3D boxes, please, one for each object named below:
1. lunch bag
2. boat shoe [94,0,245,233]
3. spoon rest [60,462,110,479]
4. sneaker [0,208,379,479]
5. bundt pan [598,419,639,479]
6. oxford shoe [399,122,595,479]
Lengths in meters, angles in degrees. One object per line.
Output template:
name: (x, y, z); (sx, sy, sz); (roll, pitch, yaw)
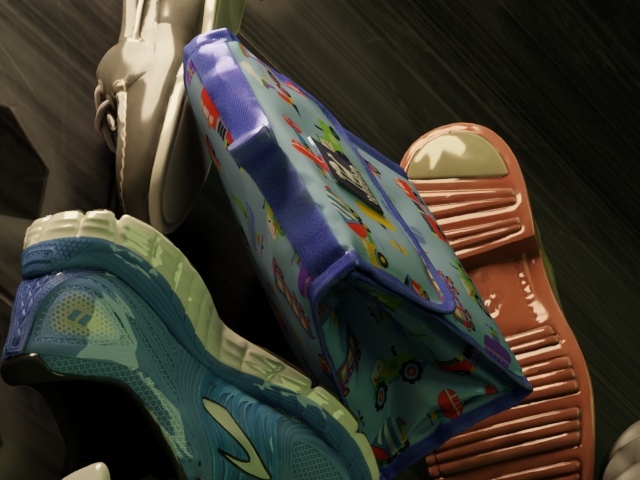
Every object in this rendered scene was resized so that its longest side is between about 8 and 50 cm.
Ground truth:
lunch bag: (0.000, 0.000, 1.328); (0.221, 0.138, 0.293); (62, 7, 34)
boat shoe: (-0.121, -0.129, 1.436); (0.335, 0.095, 0.112); (-79, 169, -45)
spoon rest: (-0.096, 0.235, 1.173); (0.137, 0.084, 0.276); (-85, 152, -43)
sneaker: (-0.088, 0.130, 1.240); (0.330, 0.129, 0.147); (44, 51, -32)
bundt pan: (0.263, 0.282, 1.536); (0.331, 0.124, 0.331); (10, 90, -82)
oxford shoe: (0.157, 0.105, 1.629); (0.146, 0.140, 0.397); (50, 33, -68)
